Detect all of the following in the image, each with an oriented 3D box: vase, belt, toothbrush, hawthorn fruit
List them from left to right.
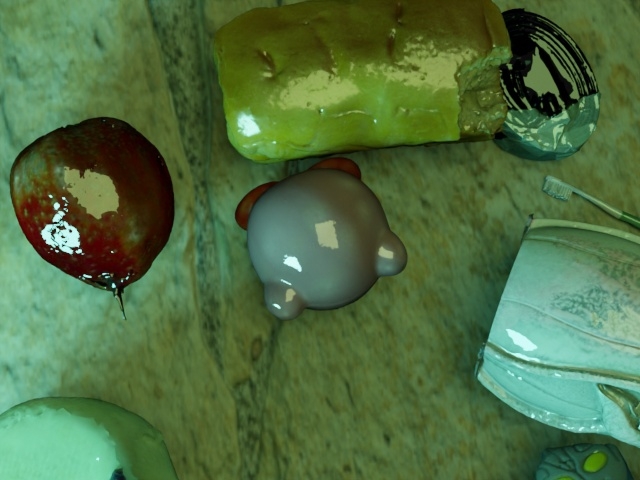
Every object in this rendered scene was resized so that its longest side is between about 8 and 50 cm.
[{"bbox_3d":[-0.252,-0.021,1.430,0.181,0.181,0.235,-13,84,-13],"label":"hawthorn fruit"},{"bbox_3d":[0.265,-0.191,1.606,0.151,0.078,0.198,-34,90,-16],"label":"belt"},{"bbox_3d":[0.404,-0.026,1.636,0.257,0.018,0.024,22,80,-7],"label":"toothbrush"},{"bbox_3d":[0.414,0.141,1.451,0.445,0.250,0.250,20,77,14],"label":"vase"}]

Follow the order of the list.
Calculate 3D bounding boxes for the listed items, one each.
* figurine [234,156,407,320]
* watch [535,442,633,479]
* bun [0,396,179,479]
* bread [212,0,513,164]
[{"bbox_3d":[0.000,0.000,1.475,0.173,0.173,0.173,2,81,-11],"label":"figurine"},{"bbox_3d":[0.347,0.393,1.454,0.241,0.274,0.305,-29,45,-11],"label":"watch"},{"bbox_3d":[-0.259,0.314,1.363,0.293,0.187,0.293,-8,70,23],"label":"bun"},{"bbox_3d":[0.052,-0.195,1.492,0.344,0.149,0.195,-8,84,2],"label":"bread"}]
